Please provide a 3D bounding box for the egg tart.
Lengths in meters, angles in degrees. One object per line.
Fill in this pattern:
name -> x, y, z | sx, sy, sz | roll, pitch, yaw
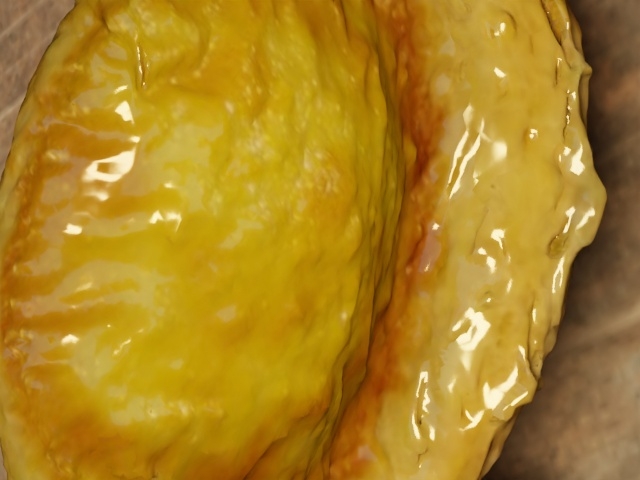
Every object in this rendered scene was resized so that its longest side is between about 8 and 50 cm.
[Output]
egg tart -> 0.000, 0.000, 0.721 | 0.319, 0.128, 0.319 | -13, 73, 49
